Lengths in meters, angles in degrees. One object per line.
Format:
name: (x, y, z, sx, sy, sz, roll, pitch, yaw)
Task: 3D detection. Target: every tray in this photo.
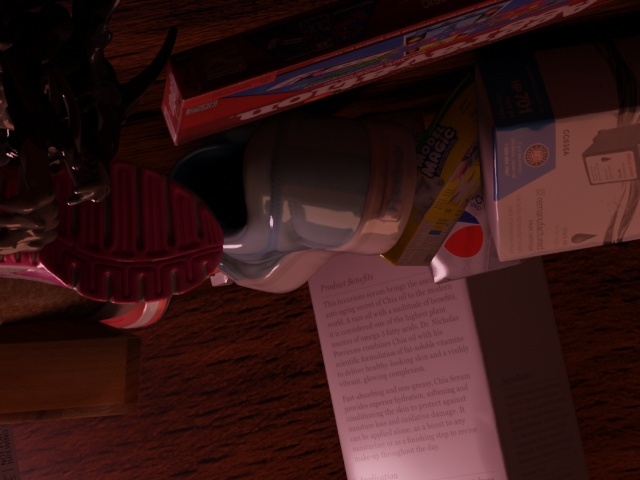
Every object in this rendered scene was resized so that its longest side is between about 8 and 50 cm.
tray: (-0.350, 0.091, 1.513, 0.202, 0.076, 0.411, -2, -172, -34)

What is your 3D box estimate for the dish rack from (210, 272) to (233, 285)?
dish rack: (0.000, 0.000, 2.190, 0.285, 0.072, 0.333, -14, 174, 43)

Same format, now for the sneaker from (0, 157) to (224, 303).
sneaker: (-0.194, -0.017, 1.199, 0.252, 0.103, 0.111, 9, -176, -2)

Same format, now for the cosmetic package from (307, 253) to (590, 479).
cosmetic package: (0.140, 0.145, 1.870, 0.230, 0.453, 0.161, -15, 175, 40)

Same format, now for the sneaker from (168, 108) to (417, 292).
sneaker: (-0.056, -0.042, 1.306, 0.150, 0.135, 0.366, 11, 167, -18)

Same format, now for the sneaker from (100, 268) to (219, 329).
sneaker: (-0.200, 0.006, 1.624, 0.136, 0.116, 0.314, 4, 160, -24)

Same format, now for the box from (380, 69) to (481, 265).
box: (0.104, -0.064, 1.302, 0.179, 0.043, 0.105, -56, 164, 9)

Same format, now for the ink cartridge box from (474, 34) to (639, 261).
ink cartridge box: (0.214, -0.072, 1.214, 0.190, 0.082, 0.140, -8, 135, 1)

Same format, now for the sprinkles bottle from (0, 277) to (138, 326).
sprinkles bottle: (-0.295, 0.019, 1.326, 0.121, 0.121, 0.355, -15, 174, 39)

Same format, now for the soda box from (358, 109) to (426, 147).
soda box: (0.025, -0.066, 1.469, 0.063, 0.058, 0.183, -9, 174, -29)

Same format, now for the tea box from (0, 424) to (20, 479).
tea box: (-0.525, 0.209, 1.804, 0.220, 0.329, 0.323, -14, 174, 35)

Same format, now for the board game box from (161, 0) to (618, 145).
board game box: (0.054, -0.115, 0.877, 0.281, 0.027, 0.145, -19, 178, -8)

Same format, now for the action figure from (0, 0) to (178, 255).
action figure: (-0.182, -0.040, 0.768, 0.275, 0.141, 0.164, -7, 162, -34)

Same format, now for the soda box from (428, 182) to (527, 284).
soda box: (0.198, -0.052, 1.486, 0.098, 0.091, 0.286, -17, -175, 40)
